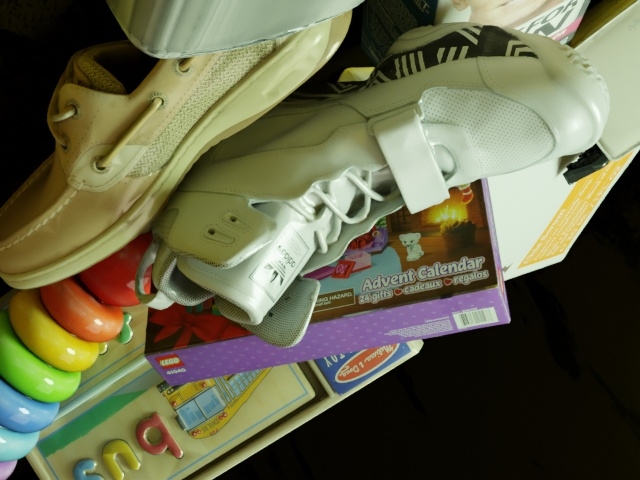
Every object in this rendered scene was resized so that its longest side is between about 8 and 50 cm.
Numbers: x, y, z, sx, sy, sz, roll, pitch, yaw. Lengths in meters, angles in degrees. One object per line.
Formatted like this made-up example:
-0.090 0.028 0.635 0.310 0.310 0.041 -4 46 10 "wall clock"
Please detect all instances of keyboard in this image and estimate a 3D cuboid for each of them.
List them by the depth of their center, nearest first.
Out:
0.336 -0.125 1.135 0.180 0.023 0.108 -38 179 -13 "keyboard"

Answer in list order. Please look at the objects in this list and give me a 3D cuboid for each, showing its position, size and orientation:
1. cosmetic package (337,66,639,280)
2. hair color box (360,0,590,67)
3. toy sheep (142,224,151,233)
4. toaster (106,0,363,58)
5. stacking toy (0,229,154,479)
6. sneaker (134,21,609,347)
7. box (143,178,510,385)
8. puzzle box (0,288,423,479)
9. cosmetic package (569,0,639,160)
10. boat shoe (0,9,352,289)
0.171 -0.070 1.202 0.453 0.161 0.230 -13 140 -47 "cosmetic package"
0.132 -0.228 0.814 0.174 0.105 0.347 -29 165 -7 "hair color box"
-0.175 -0.038 0.896 0.132 0.091 0.091 -43 171 -21 "toy sheep"
-0.039 -0.187 0.573 0.227 0.129 0.146 -24 167 -28 "toaster"
-0.267 0.102 0.981 0.330 0.141 0.141 -46 163 9 "stacking toy"
0.025 -0.034 0.782 0.365 0.210 0.137 -2 144 26 "sneaker"
0.000 0.000 0.889 0.293 0.201 0.057 -12 141 13 "box"
-0.140 0.099 1.042 0.409 0.272 0.052 -34 178 13 "puzzle box"
0.332 -0.199 1.083 0.160 0.113 0.309 -37 -176 20 "cosmetic package"
-0.138 -0.097 0.755 0.341 0.122 0.110 -39 125 17 "boat shoe"
